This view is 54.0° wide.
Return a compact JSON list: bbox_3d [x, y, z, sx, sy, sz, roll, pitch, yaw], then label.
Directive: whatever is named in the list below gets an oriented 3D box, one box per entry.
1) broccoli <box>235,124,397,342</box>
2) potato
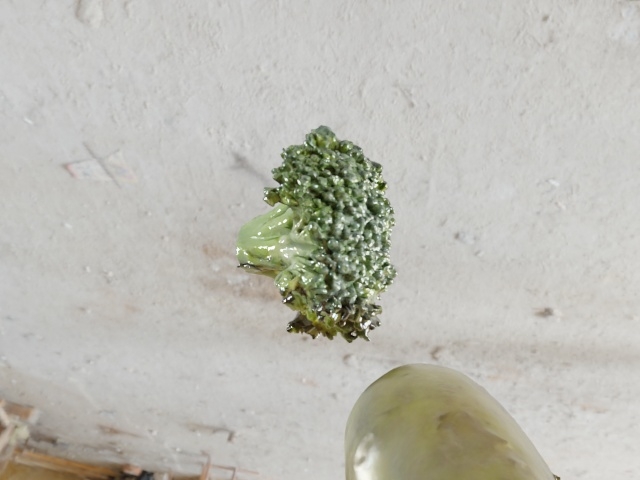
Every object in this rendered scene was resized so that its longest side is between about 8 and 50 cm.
[{"bbox_3d":[0.021,-0.004,1.023,0.323,0.335,0.272,9,163,-35],"label":"broccoli"},{"bbox_3d":[0.084,0.194,0.343,0.141,0.296,0.192,-6,113,5],"label":"potato"}]
